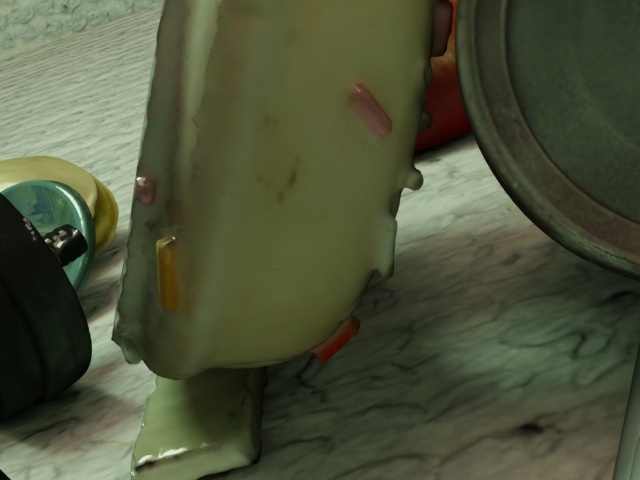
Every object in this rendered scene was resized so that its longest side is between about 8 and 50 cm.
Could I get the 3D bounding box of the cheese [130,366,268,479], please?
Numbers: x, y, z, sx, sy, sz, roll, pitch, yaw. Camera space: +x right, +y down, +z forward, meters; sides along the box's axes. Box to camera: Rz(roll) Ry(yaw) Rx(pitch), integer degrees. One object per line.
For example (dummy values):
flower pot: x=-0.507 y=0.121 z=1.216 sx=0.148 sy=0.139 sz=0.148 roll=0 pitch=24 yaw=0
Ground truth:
cheese: x=-0.072 y=0.049 z=0.784 sx=0.085 sy=0.034 sz=0.400 roll=-16 pitch=22 yaw=9

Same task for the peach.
peach: x=0.085 y=-0.154 z=1.016 sx=0.190 sy=0.193 sz=0.190 roll=16 pitch=7 yaw=-2

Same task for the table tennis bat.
table tennis bat: x=-0.298 y=0.036 z=0.934 sx=0.237 sy=0.038 sz=0.149 roll=-28 pitch=62 yaw=14

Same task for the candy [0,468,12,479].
candy: x=-0.178 y=0.147 z=0.522 sx=0.078 sy=0.141 sz=0.203 roll=-43 pitch=29 yaw=-19

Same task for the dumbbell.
dumbbell: x=-0.317 y=0.092 z=0.703 sx=0.388 sy=0.185 sz=0.185 roll=-36 pitch=26 yaw=-33

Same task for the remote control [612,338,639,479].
remote control: x=0.170 y=0.093 z=0.449 sx=0.103 sy=0.051 sz=0.293 roll=-14 pitch=20 yaw=29

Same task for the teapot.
teapot: x=0.240 y=-0.106 z=0.592 sx=0.314 sy=0.233 sz=0.312 roll=-19 pitch=-4 yaw=11

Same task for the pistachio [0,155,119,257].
pistachio: x=-0.296 y=-0.026 z=1.033 sx=0.200 sy=0.117 sz=0.145 roll=-13 pitch=59 yaw=25

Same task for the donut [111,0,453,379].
donut: x=-0.028 y=-0.098 z=0.628 sx=0.142 sy=0.383 sz=0.383 roll=11 pitch=20 yaw=-10
